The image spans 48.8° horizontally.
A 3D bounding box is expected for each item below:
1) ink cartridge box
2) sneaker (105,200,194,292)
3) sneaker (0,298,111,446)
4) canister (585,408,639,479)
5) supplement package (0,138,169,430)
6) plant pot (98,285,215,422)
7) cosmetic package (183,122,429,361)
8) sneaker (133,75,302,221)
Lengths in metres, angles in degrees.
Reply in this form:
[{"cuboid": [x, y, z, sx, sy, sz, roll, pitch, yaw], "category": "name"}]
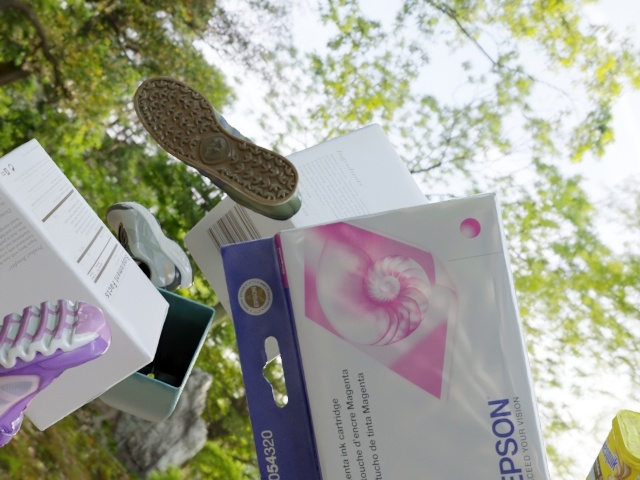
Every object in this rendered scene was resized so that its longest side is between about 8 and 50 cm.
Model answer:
[{"cuboid": [0.058, 0.134, 0.775, 0.071, 0.330, 0.324, -3, 82, -78], "category": "ink cartridge box"}, {"cuboid": [-0.369, 0.012, 1.434, 0.271, 0.108, 0.100, 41, -42, 31], "category": "sneaker"}, {"cuboid": [-0.296, 0.135, 0.648, 0.095, 0.236, 0.104, -112, -179, -70], "category": "sneaker"}, {"cuboid": [0.529, 0.402, 1.237, 0.073, 0.126, 0.170, 13, -61, 4], "category": "canister"}, {"cuboid": [-0.357, 0.052, 0.892, 0.293, 0.177, 0.175, 56, 7, -18], "category": "supplement package"}, {"cuboid": [-0.307, 0.217, 1.256, 0.165, 0.165, 0.234, 21, -40, -2], "category": "plant pot"}, {"cuboid": [0.000, 0.000, 1.509, 0.329, 0.394, 0.327, -37, -96, 45], "category": "cosmetic package"}, {"cuboid": [-0.095, -0.079, 0.679, 0.192, 0.064, 0.086, 35, -10, 17], "category": "sneaker"}]
